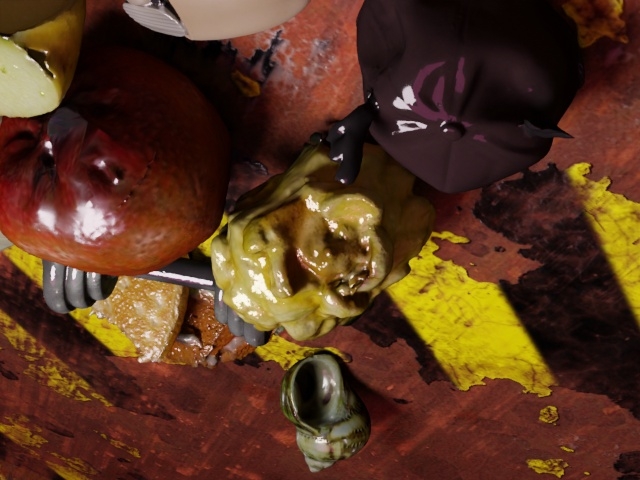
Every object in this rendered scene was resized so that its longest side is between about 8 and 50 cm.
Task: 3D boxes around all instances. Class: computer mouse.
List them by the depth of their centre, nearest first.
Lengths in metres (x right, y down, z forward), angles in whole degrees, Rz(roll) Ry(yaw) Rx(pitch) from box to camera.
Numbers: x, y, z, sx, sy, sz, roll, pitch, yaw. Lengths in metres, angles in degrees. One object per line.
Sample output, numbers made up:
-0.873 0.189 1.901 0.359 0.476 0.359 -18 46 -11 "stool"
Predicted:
-0.119 -0.272 1.147 0.236 0.082 0.145 1 145 27 "computer mouse"

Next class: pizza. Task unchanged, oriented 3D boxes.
-0.292 0.083 1.707 0.198 0.188 0.062 14 175 16 "pizza"

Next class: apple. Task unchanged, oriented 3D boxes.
-0.410 -0.269 1.192 0.346 0.254 0.179 24 -166 -1 "apple"

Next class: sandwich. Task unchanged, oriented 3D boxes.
-0.155 0.128 1.736 0.184 0.160 0.109 19 170 16 "sandwich"

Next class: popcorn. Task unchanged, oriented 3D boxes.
0.000 0.000 1.362 0.286 0.252 0.215 -39 79 15 "popcorn"

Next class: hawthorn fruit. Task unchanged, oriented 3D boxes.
-0.249 -0.087 1.353 0.295 0.295 0.311 19 173 1 "hawthorn fruit"

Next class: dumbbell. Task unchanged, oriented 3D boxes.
-0.214 0.040 1.573 0.406 0.179 0.179 10 149 4 "dumbbell"

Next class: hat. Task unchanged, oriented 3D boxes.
0.137 -0.109 1.137 0.238 0.209 0.336 10 150 11 "hat"

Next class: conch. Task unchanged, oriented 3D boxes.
-0.002 0.294 1.896 0.187 0.182 0.124 11 154 -41 "conch"

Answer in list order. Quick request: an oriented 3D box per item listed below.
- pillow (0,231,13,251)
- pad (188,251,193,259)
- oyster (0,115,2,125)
-0.579 -0.076 1.733 0.274 0.076 0.281 -19 131 36 "pillow"
-0.323 -0.014 1.699 0.245 0.006 0.170 3 147 3 "pad"
-0.419 -0.185 1.438 0.166 0.110 0.341 -21 128 40 "oyster"
